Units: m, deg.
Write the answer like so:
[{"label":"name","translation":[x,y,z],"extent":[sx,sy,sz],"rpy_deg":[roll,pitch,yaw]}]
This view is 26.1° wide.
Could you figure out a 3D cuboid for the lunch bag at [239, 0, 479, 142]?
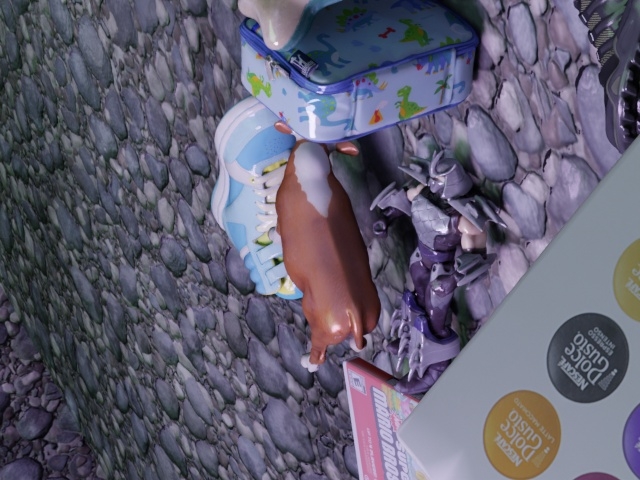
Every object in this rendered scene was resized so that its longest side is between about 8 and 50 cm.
[{"label":"lunch bag","translation":[0.035,-0.191,1.418],"extent":[0.176,0.219,0.090],"rpy_deg":[45,144,41]}]

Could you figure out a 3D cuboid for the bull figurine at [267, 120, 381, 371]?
[{"label":"bull figurine","translation":[0.000,0.000,1.635],"extent":[0.188,0.101,0.310],"rpy_deg":[104,159,-60]}]

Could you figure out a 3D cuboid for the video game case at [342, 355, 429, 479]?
[{"label":"video game case","translation":[0.124,0.269,1.610],"extent":[0.285,0.025,0.204],"rpy_deg":[23,127,55]}]

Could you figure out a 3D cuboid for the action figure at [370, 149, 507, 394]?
[{"label":"action figure","translation":[0.126,0.027,1.541],"extent":[0.185,0.099,0.285],"rpy_deg":[-124,31,-52]}]

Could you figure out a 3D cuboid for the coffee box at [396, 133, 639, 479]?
[{"label":"coffee box","translation":[0.324,0.130,0.811],"extent":[0.334,0.338,0.337],"rpy_deg":[-52,52,15]}]

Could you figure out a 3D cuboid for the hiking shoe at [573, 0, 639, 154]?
[{"label":"hiking shoe","translation":[0.264,-0.185,1.161],"extent":[0.114,0.086,0.227],"rpy_deg":[-130,35,-61]}]

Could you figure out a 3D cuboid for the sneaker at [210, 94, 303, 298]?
[{"label":"sneaker","translation":[-0.047,-0.046,1.794],"extent":[0.208,0.127,0.319],"rpy_deg":[60,162,22]}]

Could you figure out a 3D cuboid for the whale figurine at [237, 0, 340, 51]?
[{"label":"whale figurine","translation":[0.040,-0.295,1.334],"extent":[0.272,0.141,0.216],"rpy_deg":[-51,42,13]}]
